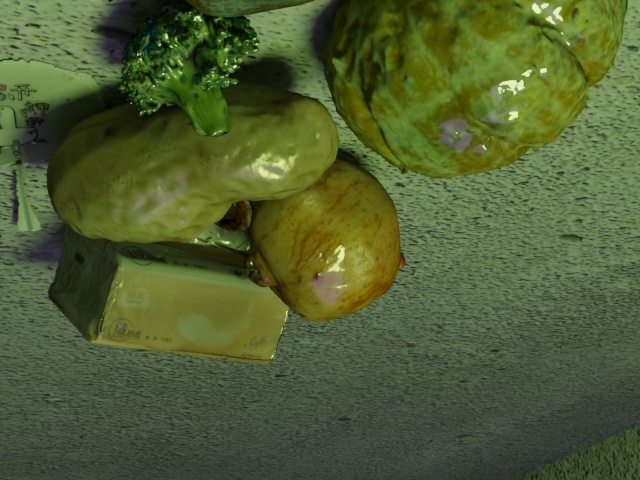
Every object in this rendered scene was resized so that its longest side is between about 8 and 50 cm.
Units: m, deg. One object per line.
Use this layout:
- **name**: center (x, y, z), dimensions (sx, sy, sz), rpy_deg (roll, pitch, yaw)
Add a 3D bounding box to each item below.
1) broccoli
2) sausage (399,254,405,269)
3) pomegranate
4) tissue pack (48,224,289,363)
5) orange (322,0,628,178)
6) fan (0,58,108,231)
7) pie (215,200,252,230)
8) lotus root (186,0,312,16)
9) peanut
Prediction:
- **broccoli**: center (-0.146, -0.188, 1.296), dimensions (0.167, 0.160, 0.154), rpy_deg (-21, 177, -5)
- **sausage**: center (0.074, 0.008, 1.923), dimensions (0.034, 0.034, 0.253), rpy_deg (-24, 150, 29)
- **pomegranate**: center (0.000, 0.000, 1.648), dimensions (0.248, 0.248, 0.248), rpy_deg (-7, 155, -4)
- **tissue pack**: center (-0.215, 0.042, 1.727), dimensions (0.305, 0.238, 0.238), rpy_deg (11, 148, -35)
- **orange**: center (0.172, -0.198, 1.301), dimensions (0.369, 0.210, 0.271), rpy_deg (-29, 124, 32)
- **fan**: center (-0.403, -0.116, 1.523), dimensions (0.233, 0.012, 0.414), rpy_deg (-2, 152, -15)
- **pie**: center (-0.139, -0.051, 1.616), dimensions (0.033, 0.088, 0.191), rpy_deg (-38, -166, -21)
- **lotus root**: center (-0.083, -0.282, 1.201), dimensions (0.192, 0.088, 0.113), rpy_deg (-8, 161, -3)
- **peanut**: center (-0.163, -0.095, 1.429), dimensions (0.387, 0.169, 0.192), rpy_deg (-14, 117, 16)
